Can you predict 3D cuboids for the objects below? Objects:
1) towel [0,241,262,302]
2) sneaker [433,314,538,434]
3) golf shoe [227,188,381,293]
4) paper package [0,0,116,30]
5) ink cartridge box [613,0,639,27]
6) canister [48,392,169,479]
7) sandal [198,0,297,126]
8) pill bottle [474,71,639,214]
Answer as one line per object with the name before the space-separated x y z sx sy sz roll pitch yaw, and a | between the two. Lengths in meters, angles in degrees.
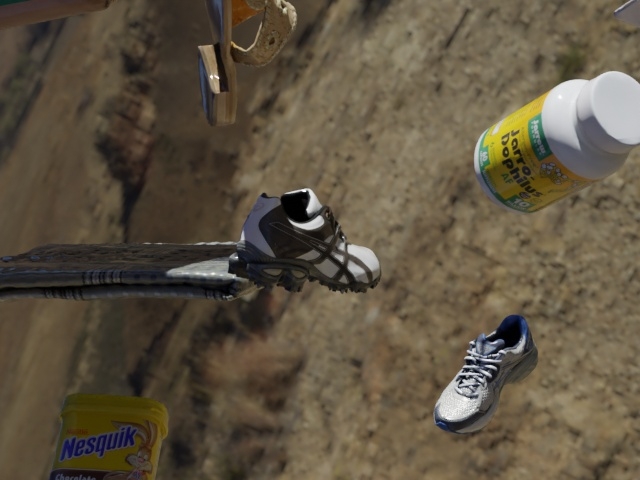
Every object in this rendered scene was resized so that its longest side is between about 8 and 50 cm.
towel | -0.206 0.041 1.504 0.312 0.324 0.056 -31 -59 -79
sneaker | 0.140 0.112 1.185 0.135 0.052 0.058 -44 -41 -36
golf shoe | 0.000 0.000 1.295 0.077 0.198 0.094 16 97 35
paper package | -0.325 -0.343 1.433 0.325 0.168 0.309 -6 31 24
ink cartridge box | 0.291 -0.196 0.917 0.180 0.104 0.060 -33 44 60
canister | -0.247 0.267 1.553 0.073 0.126 0.170 86 -172 -55
sandal | -0.061 -0.187 1.191 0.240 0.079 0.088 102 154 -60
pill bottle | 0.276 -0.112 1.544 0.208 0.118 0.117 -30 38 57
